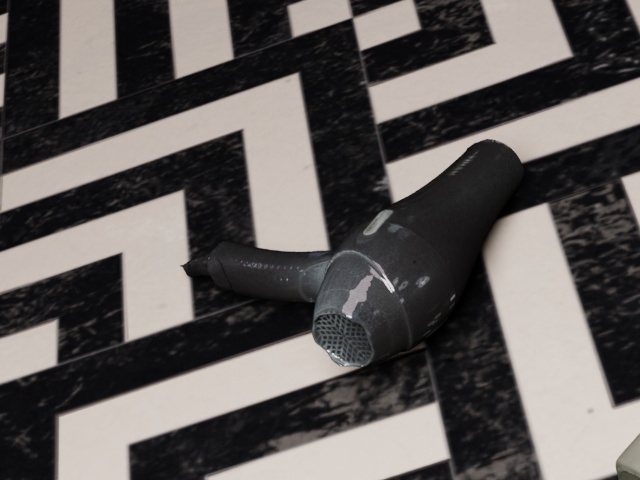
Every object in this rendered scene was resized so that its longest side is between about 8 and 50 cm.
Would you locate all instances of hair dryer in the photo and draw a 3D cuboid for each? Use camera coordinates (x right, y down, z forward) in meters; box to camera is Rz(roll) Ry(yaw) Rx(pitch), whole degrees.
[{"bbox_3d":[0.000,0.000,1.413,0.271,0.091,0.235,3,35,36],"label":"hair dryer"}]

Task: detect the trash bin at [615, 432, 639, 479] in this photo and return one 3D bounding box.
[{"bbox_3d":[0.310,0.107,1.018,0.250,0.220,0.219,-43,40,-12],"label":"trash bin"}]
